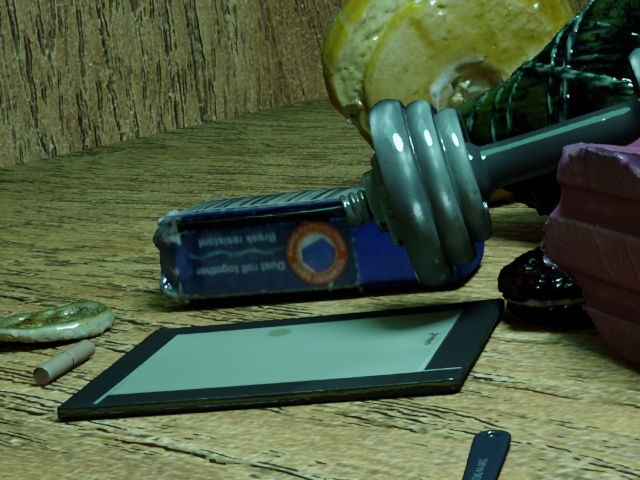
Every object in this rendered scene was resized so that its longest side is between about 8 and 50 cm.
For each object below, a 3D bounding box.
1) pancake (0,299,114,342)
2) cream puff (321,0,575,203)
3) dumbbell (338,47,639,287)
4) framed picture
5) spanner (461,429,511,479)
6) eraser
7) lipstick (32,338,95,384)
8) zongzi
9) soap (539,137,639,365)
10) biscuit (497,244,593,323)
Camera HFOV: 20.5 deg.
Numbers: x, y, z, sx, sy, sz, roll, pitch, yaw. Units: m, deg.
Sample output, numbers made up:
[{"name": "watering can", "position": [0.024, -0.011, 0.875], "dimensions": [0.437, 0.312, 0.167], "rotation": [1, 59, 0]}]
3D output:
[{"name": "pancake", "position": [-0.277, 0.085, 1.814], "dimensions": [0.139, 0.022, 0.139], "rotation": [-8, 9, 1]}, {"name": "cream puff", "position": [0.168, -0.210, 2.203], "dimensions": [0.342, 0.327, 0.231], "rotation": [9, 20, -4]}, {"name": "dumbbell", "position": [0.213, -0.085, 1.573], "dimensions": [0.406, 0.179, 0.179], "rotation": [-17, 9, 8]}, {"name": "framed picture", "position": [-0.025, 0.101, 1.544], "dimensions": [0.347, 0.016, 0.265], "rotation": [-6, 10, 14]}, {"name": "spanner", "position": [0.104, 0.156, 1.146], "dimensions": [0.046, 0.012, 0.208], "rotation": [-6, 10, 12]}, {"name": "eraser", "position": [0.000, 0.000, 1.848], "dimensions": [0.332, 0.102, 0.155], "rotation": [-4, 10, 18]}, {"name": "lipstick", "position": [-0.237, 0.112, 1.644], "dimensions": [0.019, 0.019, 0.094], "rotation": [-4, 11, 21]}, {"name": "zongzi", "position": [0.320, -0.175, 1.863], "dimensions": [0.319, 0.362, 0.383], "rotation": [8, 5, -11]}, {"name": "soap", "position": [0.267, 0.006, 1.371], "dimensions": [0.112, 0.182, 0.289], "rotation": [-9, 8, -17]}, {"name": "biscuit", "position": [0.252, 0.032, 1.583], "dimensions": [0.194, 0.053, 0.194], "rotation": [-11, 9, 2]}]
